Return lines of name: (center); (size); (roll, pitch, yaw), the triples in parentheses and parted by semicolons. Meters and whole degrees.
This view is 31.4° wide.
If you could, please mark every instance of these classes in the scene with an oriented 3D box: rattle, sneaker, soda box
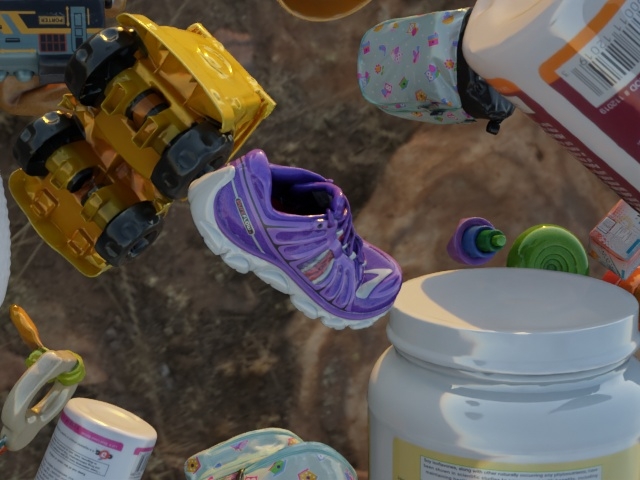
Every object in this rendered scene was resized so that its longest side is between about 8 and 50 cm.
rattle: (-0.415, 0.206, 1.493); (0.142, 0.130, 0.200); (36, 94, 1)
sneaker: (0.000, 0.000, 0.675); (0.170, 0.071, 0.068); (29, 37, -44)
soda box: (0.394, -0.042, 1.337); (0.058, 0.063, 0.183); (40, 79, 24)

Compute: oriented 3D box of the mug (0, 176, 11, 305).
mug: (-0.645, -0.028, 1.847); (0.276, 0.374, 0.328); (-15, 95, -16)

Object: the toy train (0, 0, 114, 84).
toy train: (-0.459, -0.320, 1.640); (0.333, 0.142, 0.190); (-3, 82, -15)

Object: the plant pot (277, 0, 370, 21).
plant pot: (-0.009, -0.486, 1.806); (0.205, 0.205, 0.188); (5, 43, -33)

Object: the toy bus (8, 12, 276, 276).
toy bus: (-0.149, -0.094, 1.055); (0.149, 0.220, 0.211); (46, 25, 7)

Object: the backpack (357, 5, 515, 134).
backpack: (0.135, -0.204, 1.324); (0.115, 0.182, 0.152); (14, 81, -46)

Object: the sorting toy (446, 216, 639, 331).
sorting toy: (0.355, 0.048, 1.542); (0.365, 0.126, 0.127); (19, 84, -17)

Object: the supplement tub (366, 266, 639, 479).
supplement tub: (0.159, 0.207, 0.971); (0.241, 0.241, 0.331); (-10, 106, -37)

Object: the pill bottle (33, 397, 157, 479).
pill bottle: (-0.393, 0.416, 1.864); (0.160, 0.160, 0.283); (23, 91, -26)

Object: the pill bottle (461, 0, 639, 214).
pill bottle: (0.348, -0.140, 1.100); (0.392, 0.224, 0.224); (37, 55, -18)

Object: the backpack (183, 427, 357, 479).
backpack: (-0.047, 0.282, 1.189); (0.166, 0.188, 0.144); (56, 22, -47)

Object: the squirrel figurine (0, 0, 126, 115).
squirrel figurine: (-0.525, -0.416, 1.859); (0.281, 0.396, 0.371); (-62, 152, -65)
